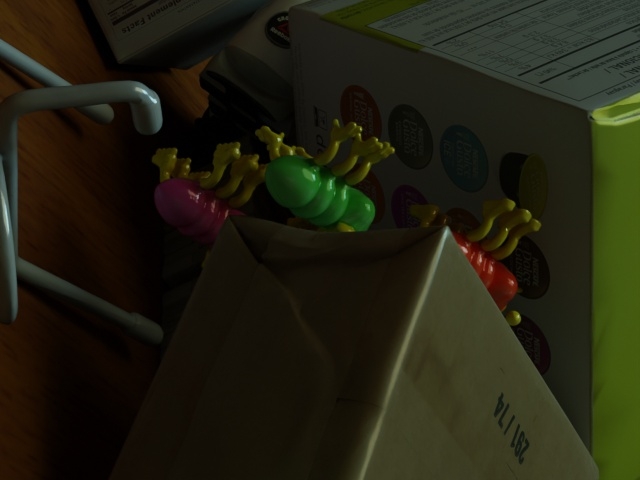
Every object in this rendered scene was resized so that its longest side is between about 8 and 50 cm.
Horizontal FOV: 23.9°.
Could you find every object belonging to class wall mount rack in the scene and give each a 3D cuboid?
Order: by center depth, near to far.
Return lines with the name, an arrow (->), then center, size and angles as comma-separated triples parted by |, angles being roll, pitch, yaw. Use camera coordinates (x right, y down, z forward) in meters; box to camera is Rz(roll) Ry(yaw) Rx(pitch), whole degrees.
wall mount rack -> -0.178, -0.084, 1.006 | 0.304, 0.131, 0.350 | 106, -27, -57

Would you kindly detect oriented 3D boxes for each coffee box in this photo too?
coffee box -> 0.214, -0.044, 1.233 | 0.334, 0.338, 0.337 | 28, -48, 45

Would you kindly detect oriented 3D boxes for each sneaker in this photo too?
sneaker -> -0.031, -0.142, 1.404 | 0.122, 0.146, 0.330 | 36, -12, -1

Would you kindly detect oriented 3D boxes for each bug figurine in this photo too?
bug figurine -> 0.000, 0.000, 1.043 | 0.216, 0.279, 0.072 | 33, 65, -37

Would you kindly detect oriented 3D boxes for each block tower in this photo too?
block tower -> -0.070, 0.054, 1.226 | 0.091, 0.097, 0.335 | 56, 18, -34

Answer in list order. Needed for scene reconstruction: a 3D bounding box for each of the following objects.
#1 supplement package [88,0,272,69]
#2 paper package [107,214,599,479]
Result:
supplement package -> -0.130, -0.319, 1.388 | 0.262, 0.198, 0.199 | 63, 14, 2
paper package -> 0.026, 0.190, 0.953 | 0.325, 0.168, 0.309 | 51, 51, -45
